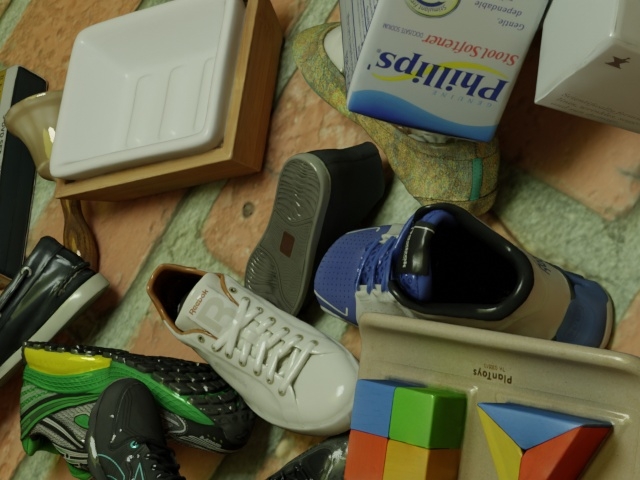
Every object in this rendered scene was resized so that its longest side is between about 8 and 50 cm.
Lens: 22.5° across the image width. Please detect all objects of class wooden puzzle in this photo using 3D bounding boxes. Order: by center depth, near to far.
[{"bbox_3d":[0.126,0.250,1.378,0.322,0.080,0.348,7,95,43],"label":"wooden puzzle"}]

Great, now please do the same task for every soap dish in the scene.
[{"bbox_3d":[-0.179,-0.166,1.910,0.290,0.118,0.229,-10,63,38],"label":"soap dish"}]

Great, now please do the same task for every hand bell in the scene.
[{"bbox_3d":[-0.310,-0.053,2.002,0.126,0.126,0.242,-27,67,29],"label":"hand bell"}]

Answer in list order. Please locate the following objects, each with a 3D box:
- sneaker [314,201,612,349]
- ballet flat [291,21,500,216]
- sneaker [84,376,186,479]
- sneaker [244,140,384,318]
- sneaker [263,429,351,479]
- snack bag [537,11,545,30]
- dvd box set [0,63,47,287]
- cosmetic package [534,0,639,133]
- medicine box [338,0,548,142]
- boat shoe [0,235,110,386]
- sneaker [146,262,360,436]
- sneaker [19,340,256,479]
[{"bbox_3d":[0.105,0.023,1.517,0.315,0.182,0.127,12,74,43],"label":"sneaker"},{"bbox_3d":[0.080,-0.159,1.673,0.123,0.123,0.348,-47,49,13],"label":"ballet flat"},{"bbox_3d":[-0.156,0.252,1.570,0.106,0.101,0.267,-30,59,33],"label":"sneaker"},{"bbox_3d":[0.000,0.000,1.709,0.083,0.118,0.222,40,127,29],"label":"sneaker"},{"bbox_3d":[-0.051,0.267,1.586,0.234,0.106,0.078,-43,48,16],"label":"sneaker"},{"bbox_3d":[0.249,-0.367,1.695,0.323,0.037,0.343,-19,60,34],"label":"snack bag"},{"bbox_3d":[-0.555,-0.044,2.219,0.420,0.062,0.308,-15,60,36],"label":"dvd box set"},{"bbox_3d":[0.332,-0.287,1.429,0.156,0.217,0.385,143,141,-66],"label":"cosmetic package"},{"bbox_3d":[0.125,-0.288,1.511,0.263,0.149,0.289,-92,17,-54],"label":"medicine box"},{"bbox_3d":[-0.409,0.122,1.934,0.340,0.127,0.113,-41,91,19],"label":"boat shoe"},{"bbox_3d":[-0.076,0.106,1.625,0.290,0.123,0.106,26,81,40],"label":"sneaker"},{"bbox_3d":[-0.201,0.196,1.761,0.343,0.134,0.146,3,87,44],"label":"sneaker"}]
